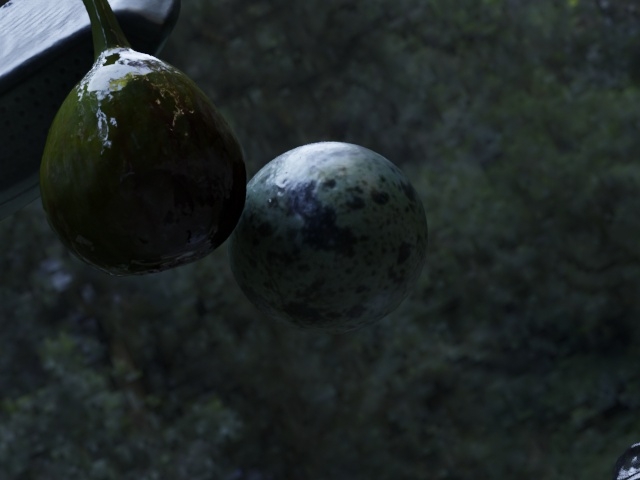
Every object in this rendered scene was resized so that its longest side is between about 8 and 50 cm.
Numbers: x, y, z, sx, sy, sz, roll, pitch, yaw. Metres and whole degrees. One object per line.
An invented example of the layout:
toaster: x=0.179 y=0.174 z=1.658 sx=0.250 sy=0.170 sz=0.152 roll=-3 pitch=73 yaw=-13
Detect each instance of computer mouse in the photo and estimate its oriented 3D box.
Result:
computer mouse: x=-0.244 y=-0.093 z=1.348 sx=0.371 sy=0.122 sz=0.188 roll=-33 pitch=28 yaw=1

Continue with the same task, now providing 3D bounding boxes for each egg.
egg: x=0.000 y=0.000 z=1.235 sx=0.132 sy=0.132 sz=0.172 roll=-18 pitch=1 yaw=-30

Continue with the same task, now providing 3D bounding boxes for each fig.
fig: x=-0.131 y=-0.097 z=1.173 sx=0.149 sy=0.245 sz=0.149 roll=-18 pitch=-11 yaw=-4

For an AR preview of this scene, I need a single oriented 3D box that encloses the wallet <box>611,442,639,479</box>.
wallet: x=0.286 y=0.185 z=0.879 sx=0.197 sy=0.051 sz=0.377 roll=-17 pitch=-45 yaw=25
